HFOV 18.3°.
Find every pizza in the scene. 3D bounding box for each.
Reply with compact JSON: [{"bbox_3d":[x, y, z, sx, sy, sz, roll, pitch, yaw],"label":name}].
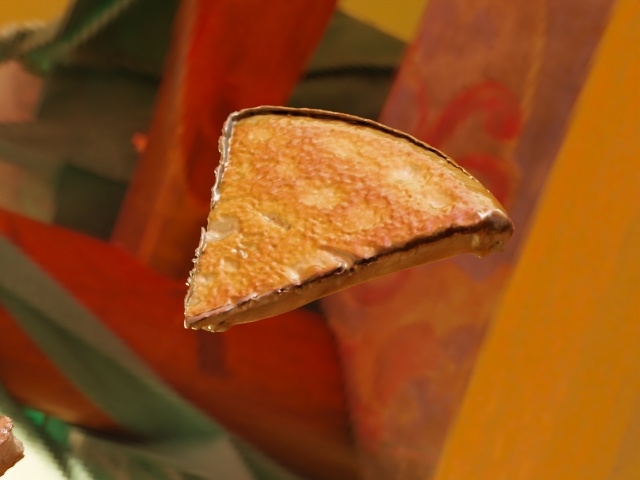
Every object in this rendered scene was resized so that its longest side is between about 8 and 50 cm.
[{"bbox_3d":[0.000,0.000,1.015,0.184,0.036,0.176,13,47,26],"label":"pizza"}]

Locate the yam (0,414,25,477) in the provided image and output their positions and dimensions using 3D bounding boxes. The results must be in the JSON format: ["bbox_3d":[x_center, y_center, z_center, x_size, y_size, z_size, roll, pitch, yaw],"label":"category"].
[{"bbox_3d":[-0.207,0.139,1.007,0.032,0.145,0.032,28,137,30],"label":"yam"}]
